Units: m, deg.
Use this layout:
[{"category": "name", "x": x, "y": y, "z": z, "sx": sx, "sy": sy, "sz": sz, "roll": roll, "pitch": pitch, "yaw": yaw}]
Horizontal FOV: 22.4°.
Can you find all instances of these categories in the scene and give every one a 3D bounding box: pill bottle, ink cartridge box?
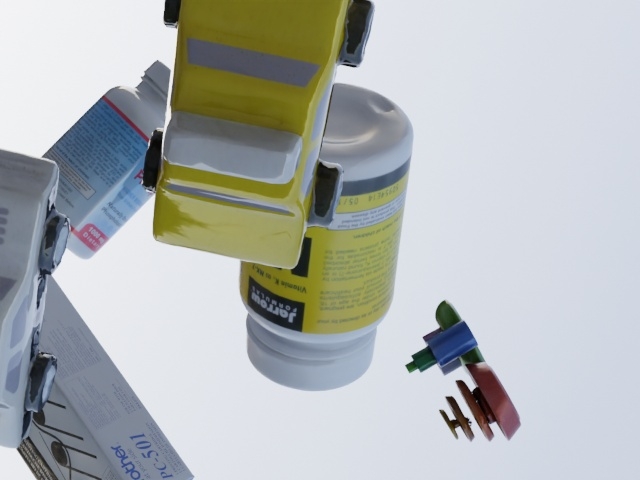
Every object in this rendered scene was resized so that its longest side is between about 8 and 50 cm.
[{"category": "pill bottle", "x": -0.165, "y": -0.068, "z": 1.311, "sx": 0.160, "sy": 0.087, "sz": 0.087, "roll": -45, "pitch": -139, "yaw": -3}, {"category": "pill bottle", "x": 0.000, "y": 0.000, "z": 1.186, "sx": 0.119, "sy": 0.119, "sz": 0.209, "roll": -128, "pitch": -145, "yaw": -48}, {"category": "ink cartridge box", "x": -0.168, "y": 0.098, "z": 1.023, "sx": 0.207, "sy": 0.046, "sz": 0.097, "roll": 52, "pitch": -39, "yaw": 17}]

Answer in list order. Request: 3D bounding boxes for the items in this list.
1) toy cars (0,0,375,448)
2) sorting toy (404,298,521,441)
[{"category": "toy cars", "x": -0.118, "y": -0.008, "z": 0.832, "sx": 0.393, "sy": 0.176, "sz": 0.087, "roll": -33, "pitch": -161, "yaw": 24}, {"category": "sorting toy", "x": 0.075, "y": 0.076, "z": 0.916, "sx": 0.042, "sy": 0.061, "sz": 0.102, "roll": -29, "pitch": -142, "yaw": 1}]
